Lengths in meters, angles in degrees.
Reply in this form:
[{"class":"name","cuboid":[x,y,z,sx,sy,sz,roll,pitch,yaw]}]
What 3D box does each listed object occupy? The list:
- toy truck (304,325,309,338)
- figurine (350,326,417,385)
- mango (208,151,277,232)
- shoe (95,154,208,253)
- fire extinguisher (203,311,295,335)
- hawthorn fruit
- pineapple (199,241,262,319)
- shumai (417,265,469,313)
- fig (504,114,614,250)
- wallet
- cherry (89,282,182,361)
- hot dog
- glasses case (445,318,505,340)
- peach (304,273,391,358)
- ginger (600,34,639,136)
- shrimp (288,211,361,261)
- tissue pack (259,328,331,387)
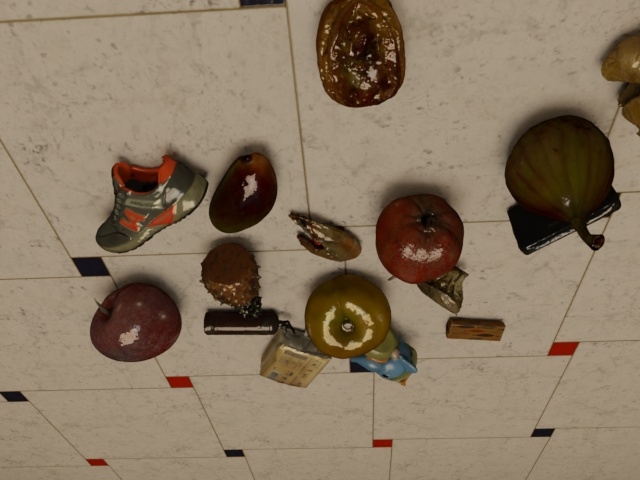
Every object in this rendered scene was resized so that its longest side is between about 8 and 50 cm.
[{"class":"toy truck","cuboid":[-0.006,0.255,1.705,0.063,0.052,0.123,25,131,-18]},{"class":"figurine","cuboid":[0.191,0.343,1.750,0.262,0.153,0.180,42,135,-15]},{"class":"mango","cuboid":[-0.176,-0.093,1.284,0.133,0.111,0.267,9,143,-26]},{"class":"shoe","cuboid":[-0.430,-0.094,1.281,0.337,0.132,0.171,-26,127,23]},{"class":"fire extinguisher","cuboid":[-0.212,0.257,1.693,0.268,0.072,0.089,0,129,1]},{"class":"hawthorn fruit","cuboid":[0.222,0.014,1.336,0.211,0.210,0.262,8,146,-8]},{"class":"pineapple","cuboid":[-0.220,0.125,1.517,0.158,0.157,0.278,-5,150,6]},{"class":"shumai","cuboid":[0.344,0.120,1.520,0.146,0.145,0.116,37,90,-33]},{"class":"fig","cuboid":[0.486,-0.098,1.114,0.217,0.320,0.216,4,136,4]},{"class":"wallet","cuboid":[0.547,-0.074,1.266,0.250,0.149,0.044,-33,130,32]},{"class":"cherry","cuboid":[-0.524,0.233,1.571,0.236,0.212,0.285,-17,142,27]},{"class":"hot dog","cuboid":[0.076,-0.336,1.026,0.161,0.099,0.226,-9,139,12]},{"class":"glasses case","cuboid":[0.476,0.271,1.725,0.170,0.041,0.064,4,126,-2]},{"class":"peach","cuboid":[0.074,0.213,1.568,0.251,0.153,0.251,0,106,0]},{"class":"ginger","cuboid":[0.653,-0.360,1.007,0.236,0.166,0.375,15,122,38]},{"class":"shrimp","cuboid":[0.001,-0.004,1.436,0.236,0.053,0.133,28,151,-31]},{"class":"tissue pack","cuboid":[-0.082,0.383,1.818,0.186,0.090,0.222,17,134,-14]}]
